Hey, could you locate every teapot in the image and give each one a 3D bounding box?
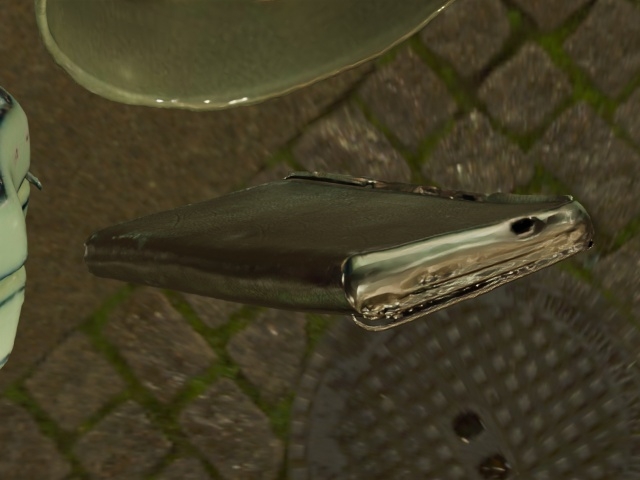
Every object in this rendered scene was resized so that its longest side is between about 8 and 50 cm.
[{"bbox_3d":[-0.069,-0.236,0.655,0.253,0.300,0.344,-23,67,0],"label":"teapot"}]

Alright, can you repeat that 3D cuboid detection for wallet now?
[{"bbox_3d":[0.000,0.000,0.901,0.172,0.318,0.045,-18,103,-31],"label":"wallet"}]

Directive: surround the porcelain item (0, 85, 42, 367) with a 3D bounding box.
[{"bbox_3d":[-0.305,-0.017,0.784,0.281,0.157,0.286,38,50,21],"label":"porcelain item"}]
